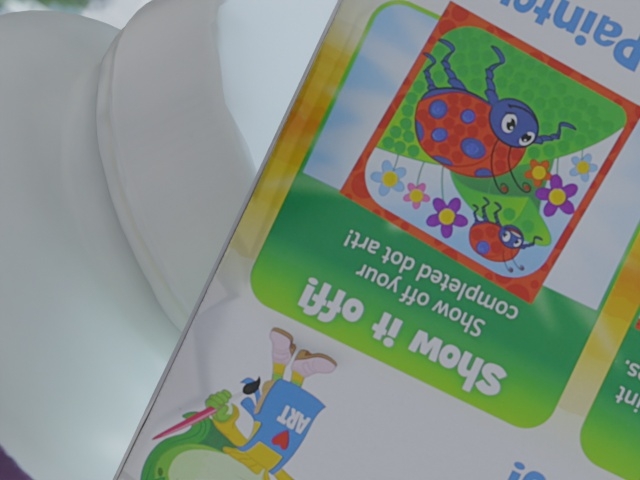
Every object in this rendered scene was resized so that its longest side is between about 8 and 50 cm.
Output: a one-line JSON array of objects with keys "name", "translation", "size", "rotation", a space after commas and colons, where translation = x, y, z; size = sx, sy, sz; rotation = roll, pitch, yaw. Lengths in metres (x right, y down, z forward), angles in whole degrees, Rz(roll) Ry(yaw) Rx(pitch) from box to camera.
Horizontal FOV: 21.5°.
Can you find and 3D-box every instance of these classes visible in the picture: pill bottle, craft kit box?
[{"name": "pill bottle", "translation": [-0.114, 0.029, 0.546], "size": [0.301, 0.169, 0.169], "rotation": [-24, -139, 27]}, {"name": "craft kit box", "translation": [0.095, 0.046, 0.375], "size": [0.246, 0.250, 0.061], "rotation": [-64, 172, -2]}]
